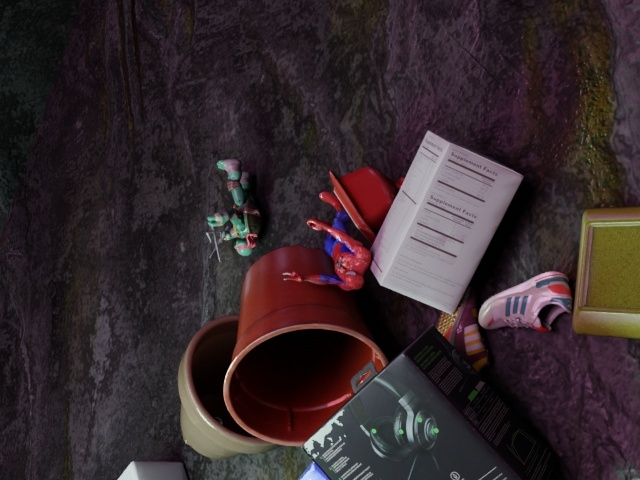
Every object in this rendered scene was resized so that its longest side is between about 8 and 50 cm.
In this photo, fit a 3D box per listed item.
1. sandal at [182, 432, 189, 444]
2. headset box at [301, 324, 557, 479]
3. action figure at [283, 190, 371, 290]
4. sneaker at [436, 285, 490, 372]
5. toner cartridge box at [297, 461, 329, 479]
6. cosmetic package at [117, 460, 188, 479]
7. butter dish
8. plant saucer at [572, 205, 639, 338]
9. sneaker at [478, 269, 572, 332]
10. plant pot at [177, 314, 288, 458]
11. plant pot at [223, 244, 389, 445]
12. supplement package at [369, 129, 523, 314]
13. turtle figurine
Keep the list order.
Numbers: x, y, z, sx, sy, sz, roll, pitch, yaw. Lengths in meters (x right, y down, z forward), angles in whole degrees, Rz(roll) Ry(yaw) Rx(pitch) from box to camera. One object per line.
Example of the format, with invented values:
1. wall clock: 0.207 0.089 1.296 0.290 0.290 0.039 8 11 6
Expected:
1. sandal: -0.250 0.355 1.803 0.072 0.049 0.180 -20 49 37
2. headset box: 0.147 0.301 1.218 0.283 0.131 0.246 46 118 9
3. action figure: 0.000 0.000 1.417 0.280 0.139 0.091 -117 46 -59
4. sneaker: 0.230 0.163 1.323 0.069 0.084 0.185 -45 21 59
5. toner cartridge box: -0.029 0.536 1.434 0.165 0.075 0.348 43 113 18
6. cosmetic package: -0.372 0.629 1.781 0.224 0.138 0.224 -51 47 27
7. butter dish: 0.111 -0.067 1.473 0.118 0.160 0.160 -37 51 6
8. plant saucer: 0.429 0.039 1.148 0.188 0.045 0.188 -1 78 47
9. sneaker: 0.306 0.109 1.249 0.161 0.057 0.075 -33 46 34
10. plant pot: -0.164 0.310 1.599 0.229 0.263 0.263 -56 41 46
11. plant pot: -0.031 0.162 1.443 0.272 0.272 0.265 -50 26 25
12. supplement package: 0.192 -0.032 1.329 0.244 0.134 0.139 -65 14 12
13. turtle figurine: -0.182 -0.048 1.797 0.175 0.118 0.234 98 171 -69
